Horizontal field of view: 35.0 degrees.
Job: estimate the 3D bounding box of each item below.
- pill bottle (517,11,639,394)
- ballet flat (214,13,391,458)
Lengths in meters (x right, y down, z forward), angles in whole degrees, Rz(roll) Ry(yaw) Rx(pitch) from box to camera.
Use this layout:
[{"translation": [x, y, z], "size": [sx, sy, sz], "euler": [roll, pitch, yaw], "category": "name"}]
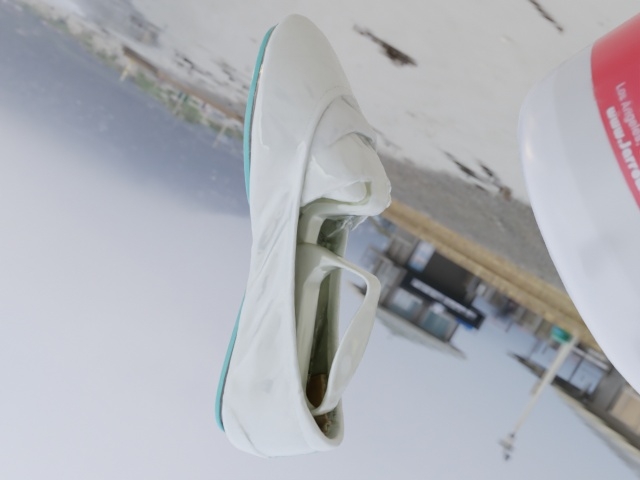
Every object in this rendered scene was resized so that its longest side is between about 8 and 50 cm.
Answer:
[{"translation": [0.315, -0.079, 0.458], "size": [0.229, 0.407, 0.229], "euler": [35, -142, -33], "category": "pill bottle"}, {"translation": [0.000, 0.000, 0.910], "size": [0.139, 0.401, 0.139], "euler": [7, 180, 0], "category": "ballet flat"}]
